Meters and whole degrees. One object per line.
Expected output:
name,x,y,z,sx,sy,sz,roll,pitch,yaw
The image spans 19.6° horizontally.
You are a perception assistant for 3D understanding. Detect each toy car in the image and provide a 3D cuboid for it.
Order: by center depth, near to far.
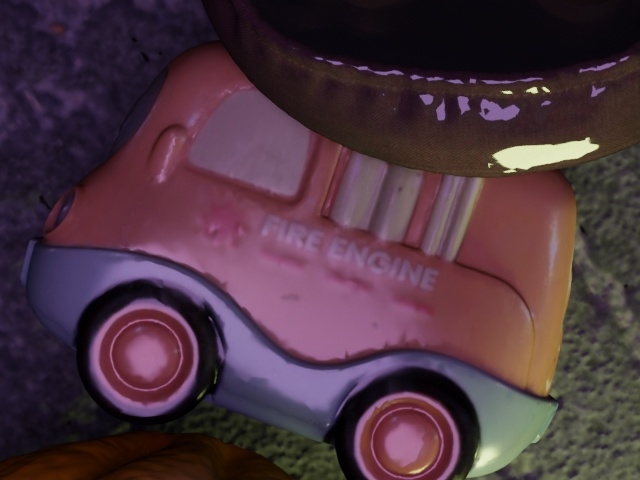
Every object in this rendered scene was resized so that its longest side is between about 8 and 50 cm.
toy car,0.000,0.000,0.915,0.270,0.180,0.212,18,90,-1

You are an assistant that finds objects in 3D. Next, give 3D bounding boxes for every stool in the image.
stool,0.071,-0.183,0.810,0.272,0.178,0.272,-1,57,1

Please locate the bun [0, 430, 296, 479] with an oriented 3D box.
bun,-0.068,0.188,0.923,0.299,0.299,0.165,12,62,1
